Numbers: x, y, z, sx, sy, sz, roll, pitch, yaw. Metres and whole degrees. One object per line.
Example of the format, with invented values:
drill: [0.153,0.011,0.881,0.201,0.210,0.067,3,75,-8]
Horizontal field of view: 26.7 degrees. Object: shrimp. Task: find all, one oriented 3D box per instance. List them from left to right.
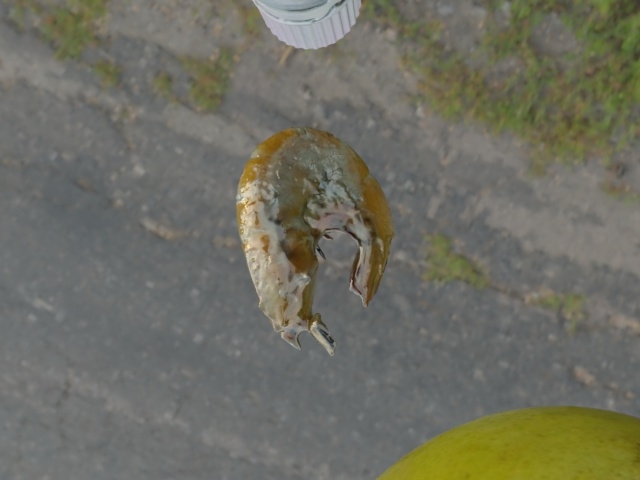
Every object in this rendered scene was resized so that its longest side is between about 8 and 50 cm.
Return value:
shrimp: [0.000,-0.001,1.079,0.132,0.187,0.051,-1,171,-11]

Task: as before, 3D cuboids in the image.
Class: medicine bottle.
medicine bottle: [-0.017,-0.177,0.779,0.083,0.083,0.203,20,168,10]

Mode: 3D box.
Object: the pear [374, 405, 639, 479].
pear: [0.095,0.161,0.550,0.200,0.200,0.200,18,144,13]
